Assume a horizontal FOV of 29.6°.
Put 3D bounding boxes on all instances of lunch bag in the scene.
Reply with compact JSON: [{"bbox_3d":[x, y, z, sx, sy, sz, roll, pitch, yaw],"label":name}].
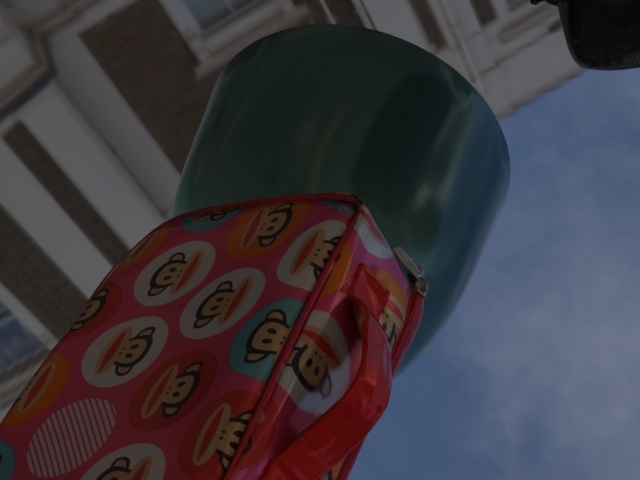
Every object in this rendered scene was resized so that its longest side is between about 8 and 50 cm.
[{"bbox_3d":[-0.061,0.095,0.763,0.258,0.120,0.293,-9,-141,39],"label":"lunch bag"}]

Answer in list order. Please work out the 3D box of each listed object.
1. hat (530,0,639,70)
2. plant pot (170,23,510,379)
[{"bbox_3d":[0.248,-0.187,0.868,0.331,0.331,0.133,-3,-93,28],"label":"hat"},{"bbox_3d":[0.000,0.000,1.056,0.293,0.293,0.235,-4,-138,27],"label":"plant pot"}]
